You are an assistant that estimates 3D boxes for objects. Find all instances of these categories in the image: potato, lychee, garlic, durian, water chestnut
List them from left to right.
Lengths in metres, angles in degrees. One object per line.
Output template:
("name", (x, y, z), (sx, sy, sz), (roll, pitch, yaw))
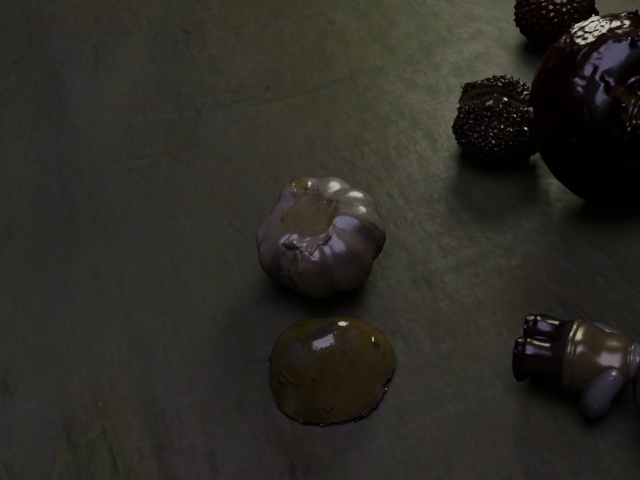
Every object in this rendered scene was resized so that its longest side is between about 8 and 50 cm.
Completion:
("garlic", (0.004, -0.001, 1.398), (0.228, 0.152, 0.228), (-3, 55, 4))
("potato", (0.014, 0.172, 1.260), (0.202, 0.117, 0.182), (-9, 43, -1))
("durian", (0.349, -0.226, 1.584), (0.196, 0.167, 0.196), (3, 68, -7))
("lychee", (0.511, -0.505, 1.801), (0.188, 0.188, 0.188), (-4, 46, 4))
("water chestnut", (0.513, -0.225, 1.469), (0.350, 0.302, 0.350), (1, 84, -10))

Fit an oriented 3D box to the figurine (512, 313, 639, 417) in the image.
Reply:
("figurine", (0.465, 0.200, 1.165), (0.365, 0.206, 0.218), (-7, 17, 35))
